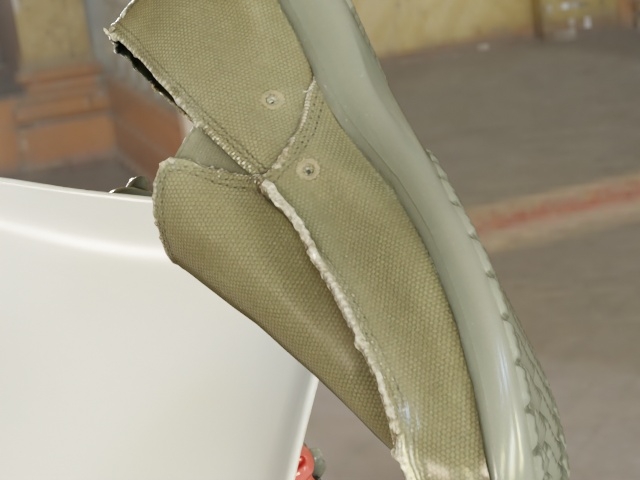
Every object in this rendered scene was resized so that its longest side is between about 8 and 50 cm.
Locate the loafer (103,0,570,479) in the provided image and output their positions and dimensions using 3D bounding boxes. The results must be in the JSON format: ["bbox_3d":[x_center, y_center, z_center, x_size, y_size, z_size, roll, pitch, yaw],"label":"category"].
[{"bbox_3d":[0.000,0.000,0.524,0.087,0.094,0.251,-28,55,4],"label":"loafer"}]

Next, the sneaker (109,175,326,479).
[{"bbox_3d":[-0.090,0.101,1.049,0.135,0.276,0.098,-33,20,-37],"label":"sneaker"}]

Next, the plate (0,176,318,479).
[{"bbox_3d":[-0.133,0.106,0.918,0.277,0.278,0.045,7,-19,19],"label":"plate"}]
